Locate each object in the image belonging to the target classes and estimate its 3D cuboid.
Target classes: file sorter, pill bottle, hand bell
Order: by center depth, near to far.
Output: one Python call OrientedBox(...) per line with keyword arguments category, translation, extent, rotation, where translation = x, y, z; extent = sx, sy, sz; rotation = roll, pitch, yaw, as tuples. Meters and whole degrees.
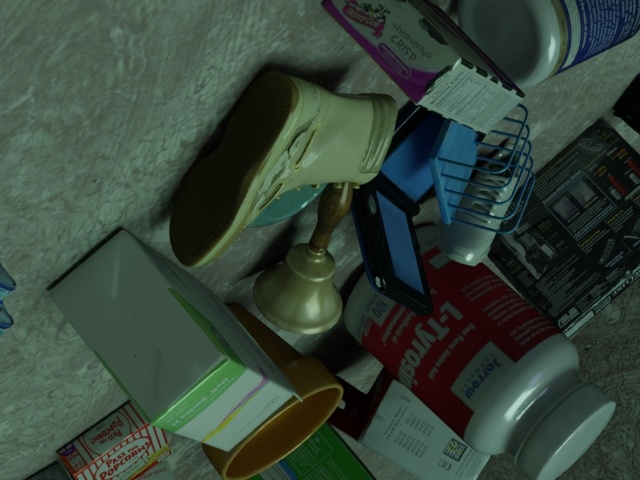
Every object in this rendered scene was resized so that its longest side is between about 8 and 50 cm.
OrientedBox(category="pill bottle", translation=(0.305, -0.293, 1.734), extent=(0.265, 0.153, 0.153), rotation=(-27, 157, -32))
OrientedBox(category="hand bell", translation=(0.000, 0.000, 1.886), extent=(0.126, 0.126, 0.242), rotation=(-25, 150, -37))
OrientedBox(category="file sorter", translation=(0.220, -0.101, 1.924), extent=(0.170, 0.105, 0.118), rotation=(70, 41, -59))
OrientedBox(category="pill bottle", translation=(0.249, 0.182, 2.247), extent=(0.229, 0.408, 0.229), rotation=(-38, 155, -22))

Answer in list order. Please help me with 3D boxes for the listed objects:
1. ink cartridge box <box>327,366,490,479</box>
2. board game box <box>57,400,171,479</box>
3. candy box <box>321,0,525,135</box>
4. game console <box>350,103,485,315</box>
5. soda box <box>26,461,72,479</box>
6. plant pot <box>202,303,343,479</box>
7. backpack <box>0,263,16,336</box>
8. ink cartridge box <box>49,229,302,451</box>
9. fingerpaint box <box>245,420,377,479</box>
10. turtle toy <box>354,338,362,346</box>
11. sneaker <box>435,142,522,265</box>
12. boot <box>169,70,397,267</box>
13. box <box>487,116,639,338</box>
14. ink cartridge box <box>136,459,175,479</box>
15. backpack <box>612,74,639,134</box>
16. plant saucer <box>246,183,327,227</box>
OrientedBox(category="ink cartridge box", translation=(0.155, 0.284, 2.465), extent=(0.130, 0.272, 0.309), rotation=(-60, -179, 9))
OrientedBox(category="board game box", translation=(-0.297, 0.309, 2.102), extent=(0.147, 0.045, 0.193), rotation=(-35, 160, -14))
OrientedBox(category="candy box", translation=(0.117, -0.205, 1.576), extent=(0.071, 0.159, 0.233), rotation=(-46, 159, 14))
OrientedBox(category="game console", translation=(0.154, -0.051, 1.977), extent=(0.173, 0.250, 0.293), rotation=(-17, 165, 15))
OrientedBox(category="soda box", translation=(-0.406, 0.438, 2.114), extent=(0.098, 0.091, 0.286), rotation=(-29, 157, -28))
OrientedBox(category="plant pot", translation=(-0.104, 0.197, 1.997), extent=(0.205, 0.188, 0.205), rotation=(-34, 159, -15))
OrientedBox(category="backpack", translation=(-0.338, 0.046, 1.354), extent=(0.084, 0.114, 0.105), rotation=(-41, 160, 3))
OrientedBox(category="ink cartridge box", translation=(-0.159, 0.134, 1.731), extent=(0.119, 0.207, 0.353), rotation=(-42, 160, 1))
OrientedBox(category="fingerpaint box", translation=(0.012, 0.429, 2.327), extent=(0.163, 0.445, 0.371), rotation=(-38, 160, -9))
OrientedBox(category="turtle toy", translation=(0.123, 0.151, 2.492), extent=(0.095, 0.066, 0.130), rotation=(-23, 155, -39))
OrientedBox(category="sneaker", translation=(0.244, -0.057, 2.178), extent=(0.235, 0.090, 0.094), rotation=(-60, 177, -45))
OrientedBox(category="boot", translation=(-0.041, -0.072, 1.641), extent=(0.203, 0.095, 0.262), rotation=(1, 130, -48))
OrientedBox(category="box", translation=(0.447, -0.019, 2.455), extent=(0.307, 0.242, 0.076), rotation=(-42, 160, 3))
OrientedBox(category="ink cartridge box", translation=(-0.275, 0.415, 2.249), extent=(0.090, 0.143, 0.092), rotation=(-31, 168, 32))
OrientedBox(category="backpack", translation=(0.579, -0.221, 2.437), extent=(0.101, 0.120, 0.098), rotation=(-25, 155, -35))
OrientedBox(category="plant saucer", translation=(-0.037, -0.072, 1.766), extent=(0.195, 0.037, 0.195), rotation=(-35, 161, -14))
